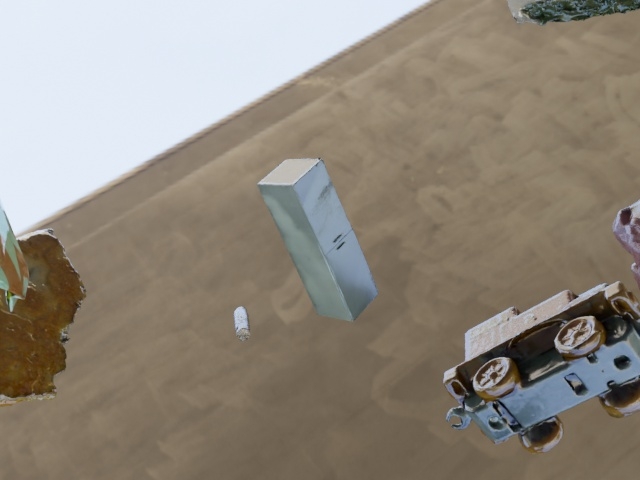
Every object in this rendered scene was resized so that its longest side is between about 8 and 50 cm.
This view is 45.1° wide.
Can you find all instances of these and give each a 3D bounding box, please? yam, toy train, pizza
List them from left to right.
[{"bbox_3d":[-0.300,0.081,0.721,0.134,0.056,0.271,19,-142,-18],"label":"pizza"},{"bbox_3d":[-0.154,0.161,1.516,0.032,0.032,0.145,-15,-167,-5],"label":"yam"},{"bbox_3d":[0.360,0.195,1.244,0.369,0.163,0.232,-33,-160,23],"label":"toy train"}]

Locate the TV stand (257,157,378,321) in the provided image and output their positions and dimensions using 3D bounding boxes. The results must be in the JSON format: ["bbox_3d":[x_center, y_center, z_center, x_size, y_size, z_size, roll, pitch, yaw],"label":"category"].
[{"bbox_3d":[0.000,0.000,1.262,0.088,0.270,0.083,7,-139,44],"label":"TV stand"}]

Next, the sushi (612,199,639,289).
[{"bbox_3d":[0.319,0.006,0.528,0.171,0.270,0.237,40,-75,41],"label":"sushi"}]

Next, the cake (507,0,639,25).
[{"bbox_3d":[0.269,-0.258,0.628,0.172,0.158,0.283,-40,-138,-7],"label":"cake"}]

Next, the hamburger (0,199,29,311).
[{"bbox_3d":[-0.273,0.028,0.423,0.235,0.125,0.214,-35,-128,16],"label":"hamburger"}]
